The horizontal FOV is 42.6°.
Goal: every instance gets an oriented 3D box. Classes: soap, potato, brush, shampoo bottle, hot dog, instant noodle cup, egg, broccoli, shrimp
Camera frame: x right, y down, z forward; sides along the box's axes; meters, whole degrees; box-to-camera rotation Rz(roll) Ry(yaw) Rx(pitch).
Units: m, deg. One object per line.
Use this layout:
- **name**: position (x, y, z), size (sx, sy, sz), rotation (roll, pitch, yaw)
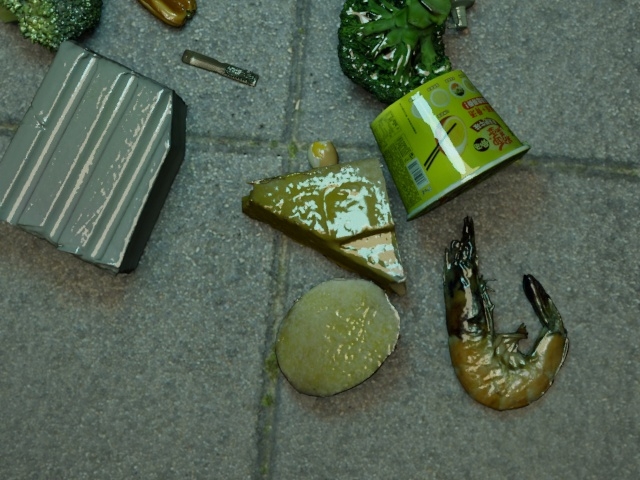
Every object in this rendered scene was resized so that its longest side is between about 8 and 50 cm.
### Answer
- **soap**: position (-0.494, -0.178, 1.839), size (0.351, 0.213, 0.434), rotation (23, 86, 7)
- **potato**: position (0.044, 0.208, 1.826), size (0.299, 0.116, 0.239), rotation (-40, 78, 10)
- **brush**: position (-0.239, -0.410, 1.939), size (0.191, 0.027, 0.034), rotation (21, 84, 6)
- **shampoo bottle**: position (0.301, -0.616, 1.901), size (0.085, 0.085, 0.262), rotation (-12, 85, 2)
- **soap**: position (0.000, 0.000, 1.821), size (0.339, 0.169, 0.304), rotation (-11, 74, 2)
- **hot dog**: position (-0.402, -0.613, 1.944), size (0.115, 0.072, 0.269), rotation (-44, 83, -1)
- **instant noodle cup**: position (0.263, -0.210, 1.757), size (0.311, 0.311, 0.221), rotation (-30, 86, 0)
- **egg**: position (0.007, -0.188, 1.884), size (0.071, 0.071, 0.083), rotation (-18, 85, 1)
- **broccoli**: position (0.179, -0.454, 1.801), size (0.298, 0.297, 0.297), rotation (12, 59, -21)
- **shrimp**: position (0.403, 0.154, 1.830), size (0.272, 0.085, 0.444), rotation (-14, 87, -4)
- **broccoli**: position (-0.636, -0.584, 1.883), size (0.260, 0.235, 0.288), rotation (5, 49, 2)
